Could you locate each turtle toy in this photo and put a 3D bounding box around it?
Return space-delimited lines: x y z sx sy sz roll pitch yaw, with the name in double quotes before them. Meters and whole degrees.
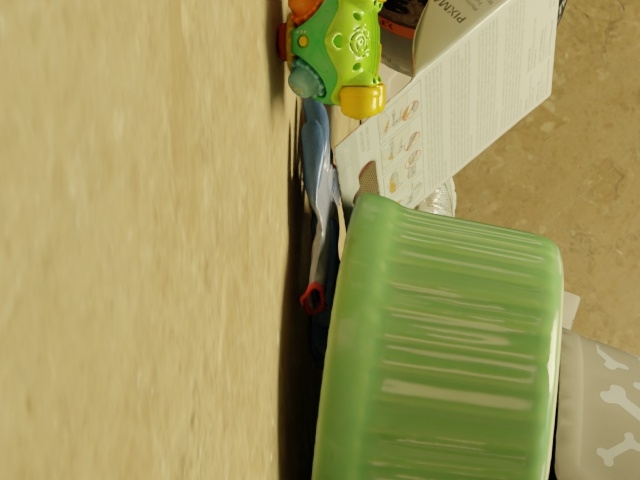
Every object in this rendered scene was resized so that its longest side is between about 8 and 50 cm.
"turtle toy" 0.008 -0.125 0.906 0.130 0.066 0.095 -48 138 -81

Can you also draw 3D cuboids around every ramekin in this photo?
"ramekin" 0.084 0.124 1.018 0.303 0.148 0.304 7 90 -85

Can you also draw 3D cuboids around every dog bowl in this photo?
"dog bowl" 0.198 0.241 1.032 0.349 0.102 0.349 7 90 -84

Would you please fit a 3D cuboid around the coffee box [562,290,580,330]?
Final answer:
"coffee box" 0.143 0.188 1.371 0.168 0.118 0.297 100 13 -48

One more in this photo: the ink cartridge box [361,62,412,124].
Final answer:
"ink cartridge box" 0.082 -0.121 1.564 0.180 0.060 0.104 69 21 -71

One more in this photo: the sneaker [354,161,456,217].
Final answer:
"sneaker" 0.081 0.022 1.364 0.111 0.102 0.252 -74 161 -73

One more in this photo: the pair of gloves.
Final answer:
"pair of gloves" 0.000 0.000 1.016 0.198 0.023 0.159 81 10 -64

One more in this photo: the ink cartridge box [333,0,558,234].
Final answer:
"ink cartridge box" 0.087 -0.111 1.098 0.066 0.232 0.189 47 -14 25

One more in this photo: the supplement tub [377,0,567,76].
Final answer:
"supplement tub" 0.104 -0.296 1.149 0.338 0.207 0.207 77 14 -61
